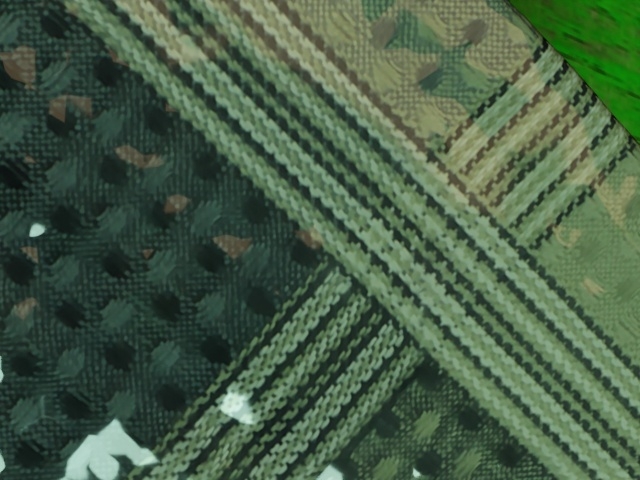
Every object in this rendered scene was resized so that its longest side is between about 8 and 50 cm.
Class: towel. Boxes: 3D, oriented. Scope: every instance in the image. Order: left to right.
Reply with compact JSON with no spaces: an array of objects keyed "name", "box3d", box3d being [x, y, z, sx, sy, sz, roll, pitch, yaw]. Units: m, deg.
[{"name":"towel","box3d":[-0.027,0.076,0.422,0.312,0.056,0.324,-47,109,-5]}]
